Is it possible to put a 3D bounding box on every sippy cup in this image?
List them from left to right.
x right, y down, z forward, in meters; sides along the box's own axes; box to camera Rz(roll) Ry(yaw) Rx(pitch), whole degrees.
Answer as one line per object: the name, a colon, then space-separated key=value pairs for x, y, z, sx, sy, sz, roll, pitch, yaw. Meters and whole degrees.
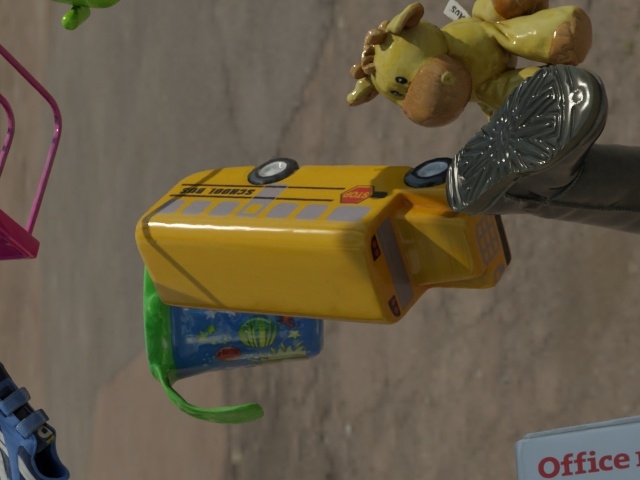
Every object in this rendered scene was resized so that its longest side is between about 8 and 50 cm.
sippy cup: x=-0.105 y=0.072 z=1.875 sx=0.240 sy=0.224 sz=0.305 roll=-73 pitch=-16 yaw=-79

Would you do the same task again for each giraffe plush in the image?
giraffe plush: x=0.124 y=-0.169 z=1.342 sx=0.210 sy=0.170 sz=0.181 roll=34 pitch=127 yaw=43

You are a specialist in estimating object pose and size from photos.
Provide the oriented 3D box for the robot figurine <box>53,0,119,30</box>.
robot figurine: x=-0.204 y=-0.232 z=1.203 sx=0.115 sy=0.067 sz=0.101 roll=16 pitch=123 yaw=39

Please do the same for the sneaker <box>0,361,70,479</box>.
sneaker: x=-0.262 y=0.159 z=1.239 sx=0.053 sy=0.059 sz=0.144 roll=-40 pitch=-70 yaw=-59

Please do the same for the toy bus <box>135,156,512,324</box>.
toy bus: x=0.000 y=0.000 z=1.309 sx=0.332 sy=0.130 sz=0.108 roll=3 pitch=123 yaw=35

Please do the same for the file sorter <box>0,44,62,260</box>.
file sorter: x=-0.440 y=-0.098 z=1.455 sx=0.202 sy=0.290 sz=0.182 roll=49 pitch=-136 yaw=-50

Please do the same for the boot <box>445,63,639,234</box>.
boot: x=0.219 y=-0.055 z=1.040 sx=0.189 sy=0.208 sz=0.076 roll=145 pitch=132 yaw=-59

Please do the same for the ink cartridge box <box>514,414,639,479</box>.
ink cartridge box: x=0.187 y=0.193 z=0.750 sx=0.139 sy=0.082 sz=0.191 roll=-14 pitch=67 yaw=30
